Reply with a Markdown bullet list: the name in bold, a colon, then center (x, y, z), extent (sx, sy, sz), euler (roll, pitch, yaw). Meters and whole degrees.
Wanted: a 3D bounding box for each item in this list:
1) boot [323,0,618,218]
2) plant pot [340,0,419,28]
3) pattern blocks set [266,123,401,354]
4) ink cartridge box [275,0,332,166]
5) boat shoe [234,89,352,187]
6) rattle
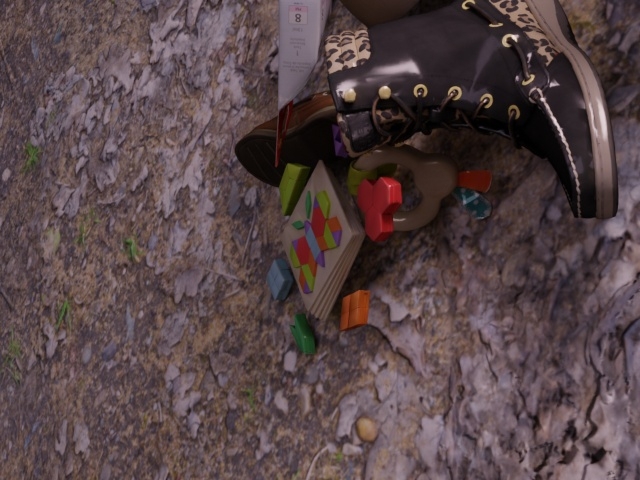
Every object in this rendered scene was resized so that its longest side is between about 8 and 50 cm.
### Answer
- **boot**: center (0.162, -0.150, 1.057), extent (0.284, 0.138, 0.377), euler (-14, 54, 6)
- **plant pot**: center (0.076, -0.461, 1.268), extent (0.284, 0.191, 0.284), euler (-48, 22, 28)
- **pattern blocks set**: center (0.000, 0.000, 1.247), extent (0.285, 0.026, 0.324), euler (56, 139, 46)
- **ink cartridge box**: center (-0.019, -0.237, 1.193), extent (0.189, 0.066, 0.232), euler (-79, -10, -57)
- **boat shoe**: center (-0.012, -0.156, 1.377), extent (0.307, 0.110, 0.104), euler (-6, 40, 53)
- **rattle**: center (0.146, -0.087, 1.221), extent (0.200, 0.143, 0.130), euler (-10, 98, 28)
